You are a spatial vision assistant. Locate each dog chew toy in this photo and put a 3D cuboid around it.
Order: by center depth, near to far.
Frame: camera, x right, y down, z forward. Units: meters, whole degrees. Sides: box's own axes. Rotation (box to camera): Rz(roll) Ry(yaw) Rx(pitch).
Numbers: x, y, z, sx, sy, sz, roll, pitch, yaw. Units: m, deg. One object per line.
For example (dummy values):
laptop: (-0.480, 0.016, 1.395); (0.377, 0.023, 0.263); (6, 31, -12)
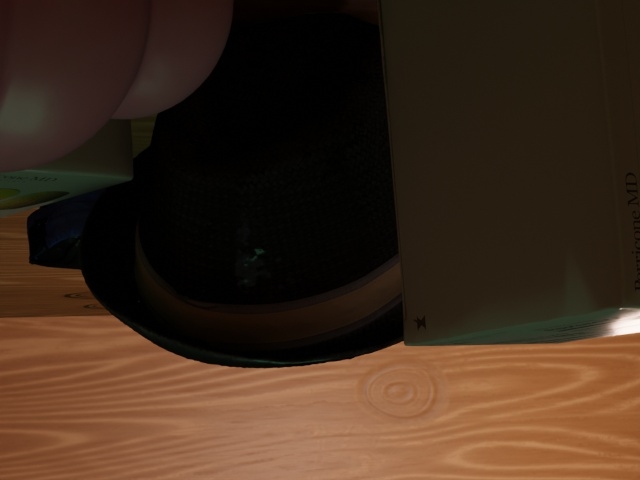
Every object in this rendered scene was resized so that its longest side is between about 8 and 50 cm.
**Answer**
dog chew toy: (-0.182, -0.120, 0.852); (0.332, 0.206, 0.207); (-7, 177, -43)

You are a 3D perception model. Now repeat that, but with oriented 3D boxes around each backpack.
backpack: (-0.261, -0.023, 1.861); (0.098, 0.101, 0.120); (-1, 168, -32)

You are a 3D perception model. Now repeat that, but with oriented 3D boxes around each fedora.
fedora: (-0.021, -0.060, 1.229); (0.334, 0.334, 0.152); (-3, 129, -3)

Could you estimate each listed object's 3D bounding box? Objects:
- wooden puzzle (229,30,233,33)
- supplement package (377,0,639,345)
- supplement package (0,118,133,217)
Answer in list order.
wooden puzzle: (-0.069, -0.151, 1.329); (0.079, 0.014, 0.116); (0, 173, 7)
supplement package: (0.158, -0.072, 1.081); (0.145, 0.261, 0.204); (1, 171, -35)
supplement package: (-0.260, -0.091, 1.221); (0.139, 0.133, 0.244); (2, 170, -41)
